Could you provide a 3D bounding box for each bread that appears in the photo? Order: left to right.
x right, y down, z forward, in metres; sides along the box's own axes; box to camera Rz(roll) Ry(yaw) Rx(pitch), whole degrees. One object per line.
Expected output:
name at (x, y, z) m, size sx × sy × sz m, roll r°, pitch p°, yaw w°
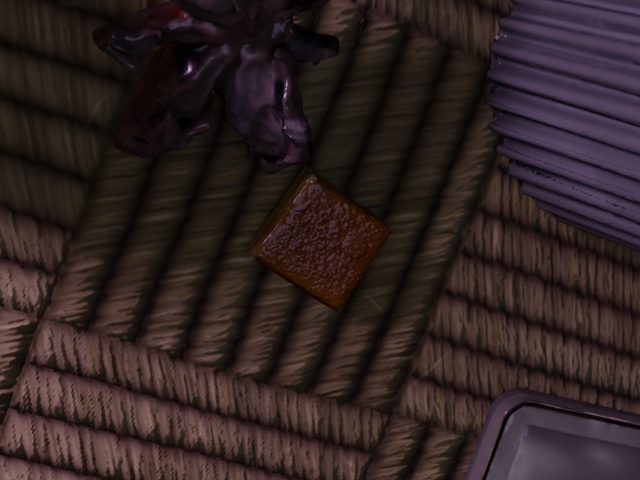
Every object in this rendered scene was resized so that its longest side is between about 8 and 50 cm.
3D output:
bread at (0.000, 0.000, 0.943) m, size 0.094 × 0.035 × 0.090 m, roll 34°, pitch 95°, yaw -22°

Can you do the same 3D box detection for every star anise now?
star anise at (-0.069, -0.146, 0.826) m, size 0.198 × 0.111 × 0.258 m, roll -11°, pitch 135°, yaw -22°

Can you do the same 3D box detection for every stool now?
stool at (0.328, -0.107, 0.848) m, size 0.297 × 0.330 × 0.297 m, roll -4°, pitch 106°, yaw -15°

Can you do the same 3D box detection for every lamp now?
lamp at (0.252, 0.292, 1.096) m, size 0.269 × 0.047 × 0.267 m, roll 15°, pitch 102°, yaw -20°
